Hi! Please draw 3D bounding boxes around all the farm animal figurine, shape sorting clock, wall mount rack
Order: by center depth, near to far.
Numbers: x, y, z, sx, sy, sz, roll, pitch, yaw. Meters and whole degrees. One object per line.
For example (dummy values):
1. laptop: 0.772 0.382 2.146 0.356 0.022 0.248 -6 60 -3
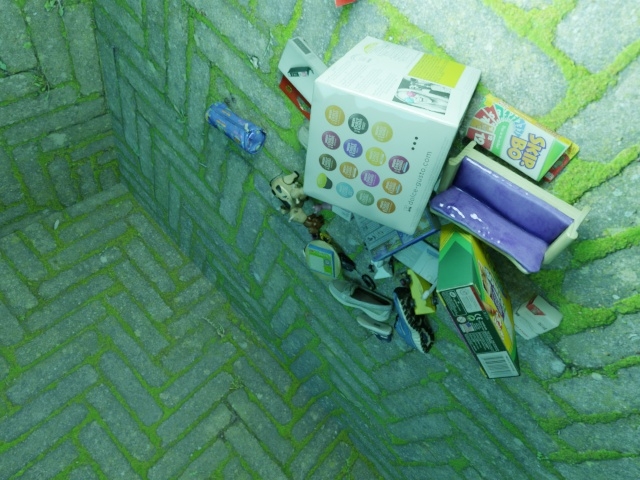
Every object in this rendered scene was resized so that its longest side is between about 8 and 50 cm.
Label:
1. wall mount rack: 0.368 0.029 1.410 0.350 0.130 0.304 37 113 20
2. farm animal figurine: -0.093 -0.172 1.715 0.327 0.172 0.330 38 144 19
3. shape sorting clock: 0.012 0.092 1.885 0.206 0.040 0.206 23 130 30

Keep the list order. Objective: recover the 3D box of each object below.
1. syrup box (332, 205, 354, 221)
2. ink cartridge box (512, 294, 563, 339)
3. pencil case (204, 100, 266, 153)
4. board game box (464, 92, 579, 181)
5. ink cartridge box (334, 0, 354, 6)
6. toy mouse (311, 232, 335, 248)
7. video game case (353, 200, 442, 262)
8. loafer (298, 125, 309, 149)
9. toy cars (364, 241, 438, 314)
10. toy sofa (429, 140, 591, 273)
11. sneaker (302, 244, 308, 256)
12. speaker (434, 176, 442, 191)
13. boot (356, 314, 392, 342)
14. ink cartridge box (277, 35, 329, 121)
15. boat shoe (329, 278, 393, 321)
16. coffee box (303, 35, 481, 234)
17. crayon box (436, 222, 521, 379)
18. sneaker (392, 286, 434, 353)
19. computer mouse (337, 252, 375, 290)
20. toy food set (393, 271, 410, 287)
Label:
1. syrup box: 0.115 -0.196 1.515 0.093 0.096 0.236 35 142 27
2. ink cartridge box: 0.685 0.249 1.290 0.099 0.056 0.135 45 145 11
3. pencil case: -0.380 -0.509 1.786 0.306 0.119 0.133 37 168 20
4. board game box: 0.513 -0.261 1.039 0.259 0.039 0.124 38 145 16
5. ink cartridge box: 0.094 -0.728 1.004 0.078 0.134 0.231 25 139 34
6. toy mouse: 0.000 0.000 1.894 0.161 0.031 0.143 49 146 4
7. video game case: 0.245 -0.088 1.360 0.270 0.061 0.244 -33 72 41
8. loafer: 0.015 -0.350 1.434 0.111 0.112 0.319 -60 42 20
9. toy cars: 0.320 0.120 1.571 0.394 0.087 0.176 41 110 18
10. toy sofa: 0.489 -0.089 1.075 0.363 0.177 0.150 39 158 20
11. sneaker: -0.004 0.084 1.960 0.178 0.072 0.077 42 134 0
12. speaker: 0.421 -0.144 1.236 0.136 0.055 0.055 36 143 22
13. boot: 0.261 0.434 1.956 0.190 0.069 0.086 21 133 35
14. ink cartridge box: -0.047 -0.532 1.426 0.275 0.060 0.239 49 145 4
15. boat shoe: 0.186 0.256 1.846 0.320 0.118 0.103 29 134 24
16. coffee box: 0.180 -0.285 1.068 0.335 0.338 0.337 23 138 12
17. crayon box: 0.468 0.163 1.180 0.106 0.313 0.363 -19 117 32
18. sneaker: 0.361 0.338 1.697 0.147 0.130 0.329 2 123 46
19. computer mouse: 0.155 0.147 1.840 0.242 0.041 0.071 42 145 14
20. toy food set: 0.360 0.167 1.637 0.122 0.019 0.077 25 139 23
